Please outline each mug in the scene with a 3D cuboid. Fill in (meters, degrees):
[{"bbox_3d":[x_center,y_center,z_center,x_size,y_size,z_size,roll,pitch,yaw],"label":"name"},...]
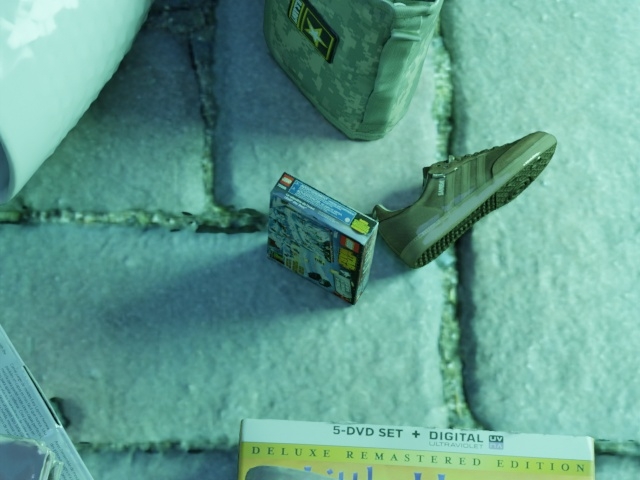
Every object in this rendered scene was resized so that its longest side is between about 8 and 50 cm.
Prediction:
[{"bbox_3d":[-0.325,-0.245,1.650,0.374,0.276,0.328,12,55,36],"label":"mug"}]

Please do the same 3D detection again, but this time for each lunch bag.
[{"bbox_3d":[0.036,-0.261,1.670,0.169,0.235,0.287,-1,65,-10],"label":"lunch bag"}]

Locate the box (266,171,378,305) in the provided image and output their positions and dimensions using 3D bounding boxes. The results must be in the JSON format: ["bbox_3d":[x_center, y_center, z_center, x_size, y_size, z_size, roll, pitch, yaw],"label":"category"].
[{"bbox_3d":[0.000,0.000,1.602,0.094,0.137,0.027,30,68,9],"label":"box"}]

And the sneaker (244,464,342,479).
[{"bbox_3d":[0.071,0.271,1.436,0.302,0.108,0.121,12,66,10],"label":"sneaker"}]

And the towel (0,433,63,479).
[{"bbox_3d":[-0.370,0.283,1.408,0.332,0.053,0.317,9,82,23],"label":"towel"}]

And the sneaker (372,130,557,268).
[{"bbox_3d":[0.131,-0.055,1.674,0.188,0.066,0.071,-37,71,-18],"label":"sneaker"}]

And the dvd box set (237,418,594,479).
[{"bbox_3d":[0.074,0.356,1.484,0.308,0.062,0.420,4,65,-2],"label":"dvd box set"}]

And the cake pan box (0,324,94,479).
[{"bbox_3d":[-0.333,0.200,1.532,0.246,0.070,0.267,-30,70,-13],"label":"cake pan box"}]
